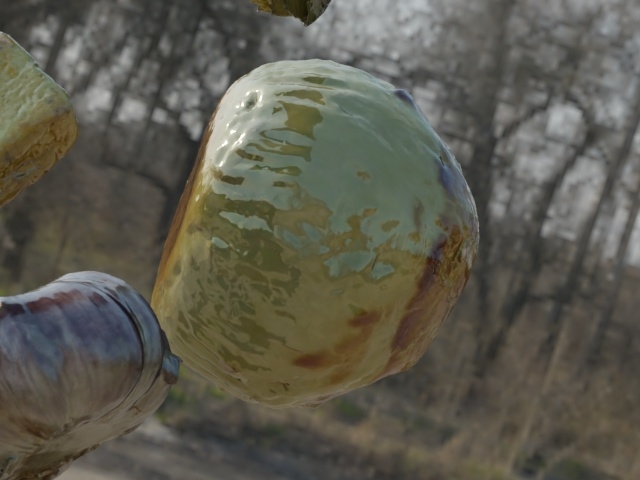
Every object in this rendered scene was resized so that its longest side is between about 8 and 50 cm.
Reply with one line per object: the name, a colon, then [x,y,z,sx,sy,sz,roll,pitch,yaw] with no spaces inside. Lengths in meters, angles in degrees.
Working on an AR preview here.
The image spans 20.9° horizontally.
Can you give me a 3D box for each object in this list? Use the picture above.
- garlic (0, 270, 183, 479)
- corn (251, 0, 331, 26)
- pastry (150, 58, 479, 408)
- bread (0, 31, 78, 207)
garlic: [-0.240,0.107,1.405,0.160,0.245,0.245,56,13,18]
corn: [-0.022,-0.310,1.617,0.123,0.122,0.305,48,-15,13]
pastry: [0.000,0.000,1.849,0.312,0.389,0.388,20,-1,-4]
bread: [-0.289,-0.063,1.332,0.114,0.211,0.083,47,-22,14]
